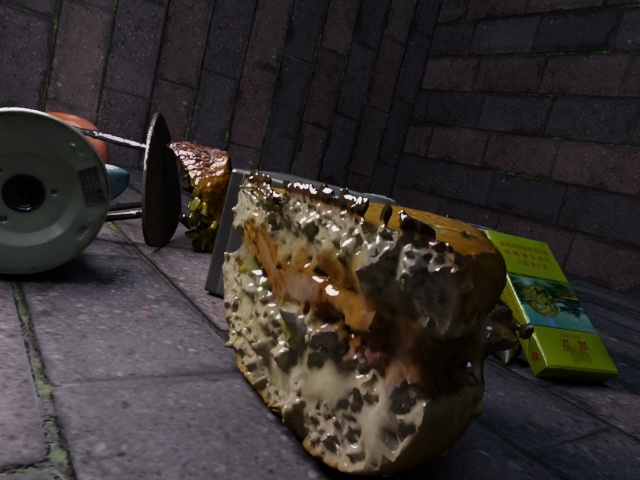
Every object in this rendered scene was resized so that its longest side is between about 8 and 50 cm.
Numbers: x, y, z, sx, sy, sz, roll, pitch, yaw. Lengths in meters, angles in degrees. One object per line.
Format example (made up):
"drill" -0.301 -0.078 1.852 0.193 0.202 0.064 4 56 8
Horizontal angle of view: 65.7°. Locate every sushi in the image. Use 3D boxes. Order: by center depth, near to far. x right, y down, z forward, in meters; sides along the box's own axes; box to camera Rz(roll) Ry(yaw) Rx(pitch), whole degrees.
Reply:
"sushi" -0.274 -0.098 1.228 0.179 0.297 0.167 -25 44 -15

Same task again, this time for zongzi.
"zongzi" 0.342 0.214 0.967 0.076 0.040 0.083 13 24 40

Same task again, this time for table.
"table" -0.490 -0.113 1.149 0.248 0.318 0.317 0 10 -2

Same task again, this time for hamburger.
"hamburger" 0.064 0.076 0.595 0.286 0.269 0.445 7 7 -30

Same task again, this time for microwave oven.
"microwave oven" 0.000 0.000 1.077 0.373 0.237 0.432 15 9 8

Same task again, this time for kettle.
"kettle" -0.506 -0.100 0.884 0.319 0.247 0.342 -7 13 -35

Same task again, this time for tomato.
"tomato" -0.749 -0.250 1.438 0.255 0.256 0.224 15 24 6

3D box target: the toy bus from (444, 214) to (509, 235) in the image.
"toy bus" 0.466 0.053 1.581 0.249 0.210 0.440 15 10 7

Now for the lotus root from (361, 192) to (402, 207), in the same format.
"lotus root" 0.190 -0.044 1.766 0.271 0.192 0.272 23 -24 11

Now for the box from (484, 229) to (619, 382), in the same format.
"box" 0.461 0.128 1.035 0.186 0.047 0.335 11 46 -22
